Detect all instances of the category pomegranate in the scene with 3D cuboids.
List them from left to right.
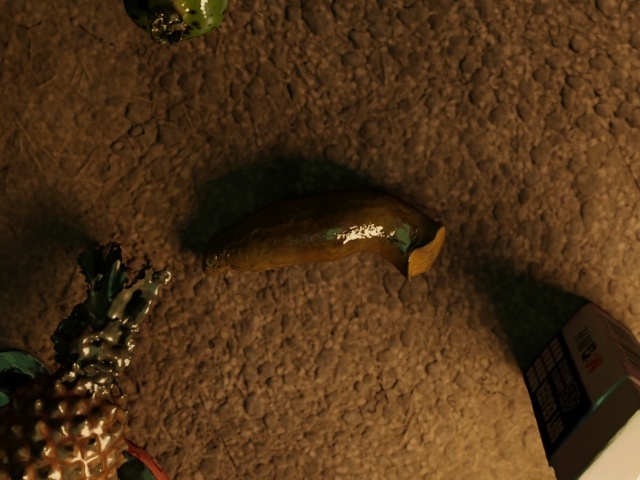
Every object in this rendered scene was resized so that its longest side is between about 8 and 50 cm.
[{"bbox_3d":[-0.156,-0.258,1.195,0.122,0.161,0.122,1,132,2],"label":"pomegranate"}]

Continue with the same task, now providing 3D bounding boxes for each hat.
[{"bbox_3d":[-0.372,0.195,1.377,0.121,0.050,0.121,0,105,1],"label":"hat"}]

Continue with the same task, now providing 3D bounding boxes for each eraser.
[{"bbox_3d":[0.299,0.178,1.202,0.086,0.287,0.130,33,105,-7],"label":"eraser"}]

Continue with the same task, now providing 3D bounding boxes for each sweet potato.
[{"bbox_3d":[-0.001,0.002,1.282,0.285,0.085,0.112,-8,108,7],"label":"sweet potato"}]

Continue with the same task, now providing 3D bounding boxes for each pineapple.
[{"bbox_3d":[-0.272,0.179,1.287,0.175,0.175,0.361,28,89,-3],"label":"pineapple"}]

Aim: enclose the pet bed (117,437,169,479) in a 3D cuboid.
[{"bbox_3d":[-0.276,0.333,1.405,0.201,0.053,0.201,1,105,5],"label":"pet bed"}]
